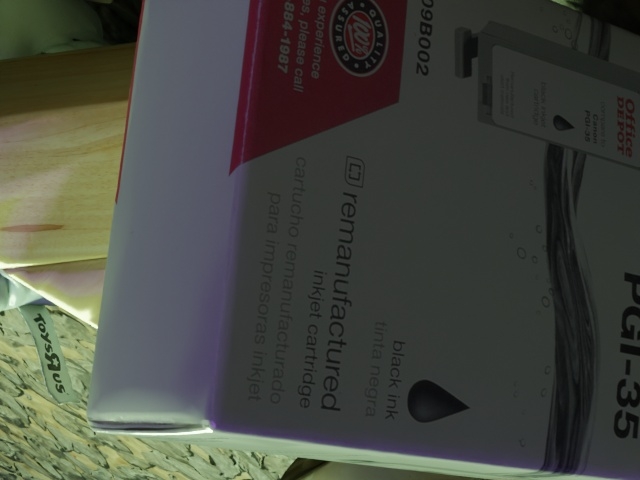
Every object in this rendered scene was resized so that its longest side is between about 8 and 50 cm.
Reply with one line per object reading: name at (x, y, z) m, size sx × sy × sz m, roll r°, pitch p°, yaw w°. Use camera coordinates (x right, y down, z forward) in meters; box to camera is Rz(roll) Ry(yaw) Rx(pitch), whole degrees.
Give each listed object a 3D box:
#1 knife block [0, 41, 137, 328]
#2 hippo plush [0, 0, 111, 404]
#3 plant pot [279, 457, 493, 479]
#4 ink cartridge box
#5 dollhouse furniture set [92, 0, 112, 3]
knife block at (-0.091, -0.071, 0.735) m, size 0.275 × 0.088 × 0.242 m, roll 33°, pitch 114°, yaw -18°
hippo plush at (-0.226, -0.049, 0.895) m, size 0.294 × 0.234 × 0.236 m, roll 54°, pitch 145°, yaw 14°
plant pot at (0.124, 0.234, 0.967) m, size 0.280 × 0.323 × 0.323 m, roll 51°, pitch 153°, yaw 0°
ink cartridge box at (0.059, -0.002, 0.577) m, size 0.283 × 0.207 × 0.117 m, roll 12°, pitch 167°, yaw -32°
dollhouse furniture set at (-0.144, -0.183, 0.732) m, size 0.161 × 0.101 × 0.182 m, roll 14°, pitch 148°, yaw 35°
